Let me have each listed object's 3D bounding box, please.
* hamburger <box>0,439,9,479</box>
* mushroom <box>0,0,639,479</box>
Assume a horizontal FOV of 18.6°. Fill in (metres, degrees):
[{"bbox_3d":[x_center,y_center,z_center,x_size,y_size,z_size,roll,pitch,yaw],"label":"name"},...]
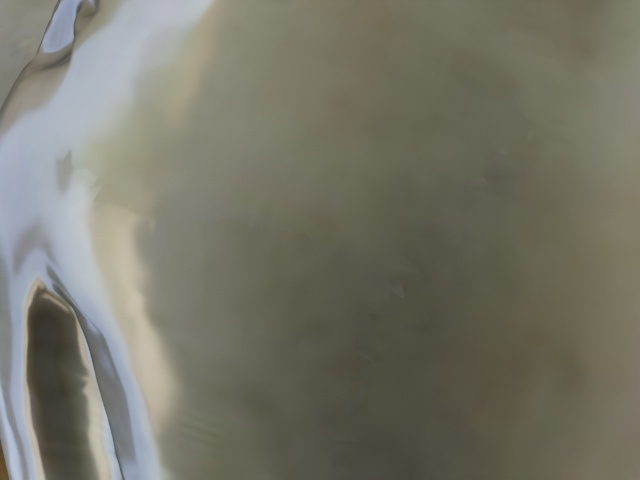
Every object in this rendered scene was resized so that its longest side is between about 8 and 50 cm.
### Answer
[{"bbox_3d":[-0.299,0.073,1.247,0.170,0.302,0.302,-38,-68,13],"label":"hamburger"},{"bbox_3d":[0.030,0.013,0.597,0.353,0.353,0.325,-36,-68,2],"label":"mushroom"}]
